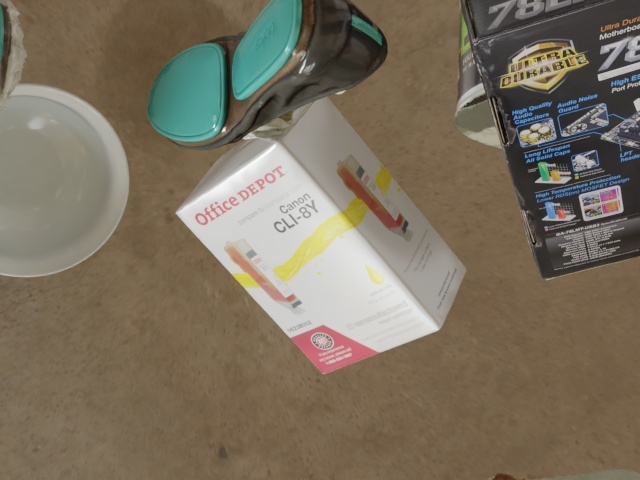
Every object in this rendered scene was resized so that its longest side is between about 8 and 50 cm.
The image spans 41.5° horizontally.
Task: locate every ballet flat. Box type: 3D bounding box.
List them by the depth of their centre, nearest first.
[{"bbox_3d":[-0.046,-0.122,0.677,0.096,0.280,0.095,8,83,-32],"label":"ballet flat"},{"bbox_3d":[-0.457,-0.292,1.118,0.146,0.147,0.409,-26,61,-5],"label":"ballet flat"}]

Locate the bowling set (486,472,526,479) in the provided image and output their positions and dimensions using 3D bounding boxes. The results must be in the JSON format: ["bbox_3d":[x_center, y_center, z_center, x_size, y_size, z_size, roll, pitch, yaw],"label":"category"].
[{"bbox_3d":[0.252,0.377,1.134,0.287,0.154,0.200,-29,103,-26],"label":"bowling set"}]

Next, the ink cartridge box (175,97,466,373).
[{"bbox_3d":[0.000,0.000,1.359,0.385,0.279,0.160,49,43,-14],"label":"ink cartridge box"}]

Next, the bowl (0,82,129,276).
[{"bbox_3d":[-0.459,-0.101,1.311,0.297,0.134,0.298,-8,108,-26],"label":"bowl"}]

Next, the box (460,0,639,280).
[{"bbox_3d":[0.283,-0.106,0.644,0.295,0.073,0.293,-15,138,15],"label":"box"}]

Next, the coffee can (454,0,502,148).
[{"bbox_3d":[0.233,-0.245,0.811,0.201,0.201,0.276,4,78,-7],"label":"coffee can"}]

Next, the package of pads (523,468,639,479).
[{"bbox_3d":[0.134,0.301,0.615,0.296,0.101,0.229,2,93,-22],"label":"package of pads"}]
